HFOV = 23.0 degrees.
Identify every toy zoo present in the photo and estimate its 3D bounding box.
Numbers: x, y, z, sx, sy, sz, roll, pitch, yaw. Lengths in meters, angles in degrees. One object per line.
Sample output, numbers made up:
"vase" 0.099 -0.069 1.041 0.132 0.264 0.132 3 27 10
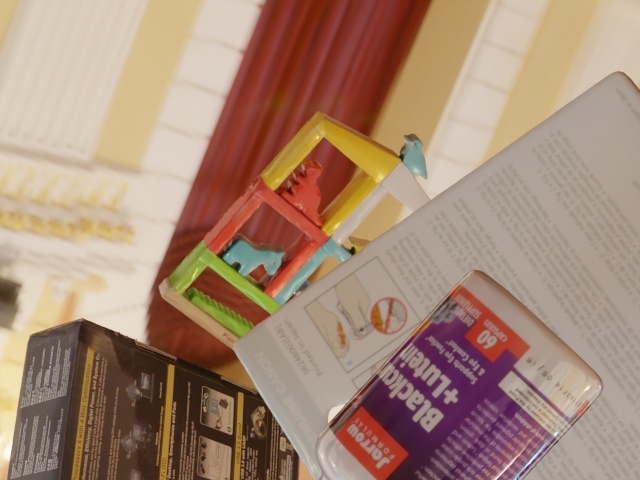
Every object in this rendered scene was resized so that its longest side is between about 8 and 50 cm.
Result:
"toy zoo" 0.000 0.000 1.627 0.192 0.293 0.030 38 -171 -25

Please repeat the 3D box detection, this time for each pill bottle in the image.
"pill bottle" 0.066 0.121 0.933 0.108 0.193 0.108 42 180 0

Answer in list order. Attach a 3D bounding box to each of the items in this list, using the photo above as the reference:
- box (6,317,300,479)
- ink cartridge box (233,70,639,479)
"box" -0.161 0.311 1.525 0.097 0.395 0.318 -17 149 38
"ink cartridge box" 0.171 0.100 1.232 0.308 0.385 0.091 56 -175 18
